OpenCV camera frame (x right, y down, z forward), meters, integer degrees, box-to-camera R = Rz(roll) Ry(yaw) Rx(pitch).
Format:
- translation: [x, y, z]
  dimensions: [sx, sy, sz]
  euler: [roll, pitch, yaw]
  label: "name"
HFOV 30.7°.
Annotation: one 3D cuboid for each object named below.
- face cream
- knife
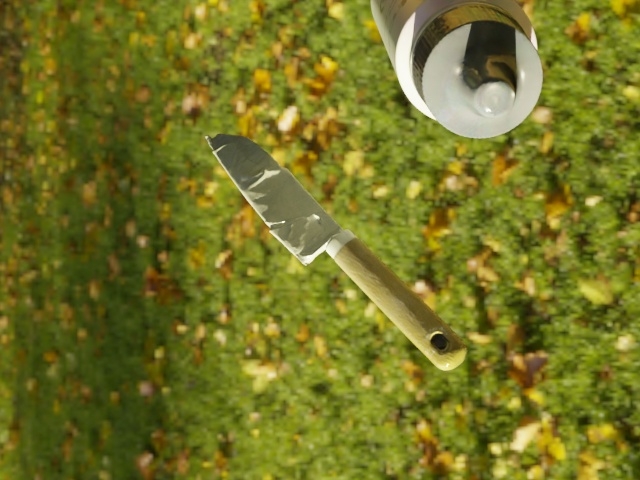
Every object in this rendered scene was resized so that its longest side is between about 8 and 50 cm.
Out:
- translation: [0.088, -0.132, 0.769]
  dimensions: [0.311, 0.092, 0.092]
  euler: [-94, 17, -67]
  label: "face cream"
- translation: [-0.001, -0.001, 0.880]
  dimensions: [0.047, 0.017, 0.298]
  euler: [-45, 60, 2]
  label: "knife"
